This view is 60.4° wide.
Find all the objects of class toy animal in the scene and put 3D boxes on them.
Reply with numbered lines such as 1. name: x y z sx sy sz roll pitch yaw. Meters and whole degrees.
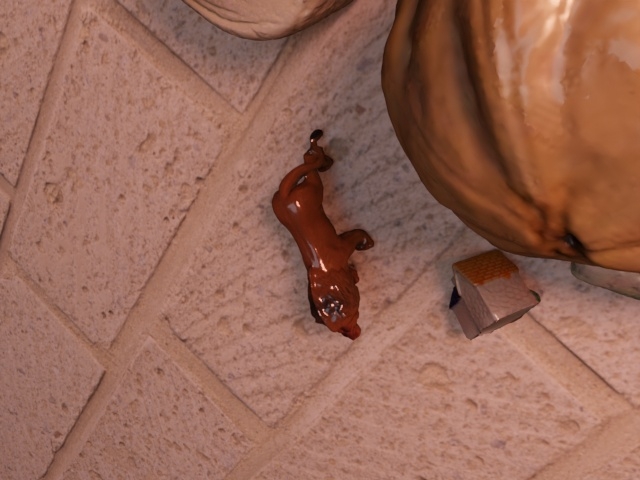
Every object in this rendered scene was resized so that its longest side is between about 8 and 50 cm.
1. toy animal: 0.000 0.000 0.837 0.097 0.157 0.312 -21 98 31

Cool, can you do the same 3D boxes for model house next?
1. model house: 0.237 0.075 0.788 0.100 0.087 0.101 64 159 22

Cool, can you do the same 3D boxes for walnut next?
1. walnut: 0.222 -0.159 0.421 0.381 0.381 0.381 10 112 25

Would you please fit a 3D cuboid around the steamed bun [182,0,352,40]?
1. steamed bun: -0.119 -0.420 0.701 0.383 0.247 0.236 48 134 -2

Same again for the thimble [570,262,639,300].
1. thimble: 0.377 -0.038 0.605 0.149 0.185 0.211 17 106 21
